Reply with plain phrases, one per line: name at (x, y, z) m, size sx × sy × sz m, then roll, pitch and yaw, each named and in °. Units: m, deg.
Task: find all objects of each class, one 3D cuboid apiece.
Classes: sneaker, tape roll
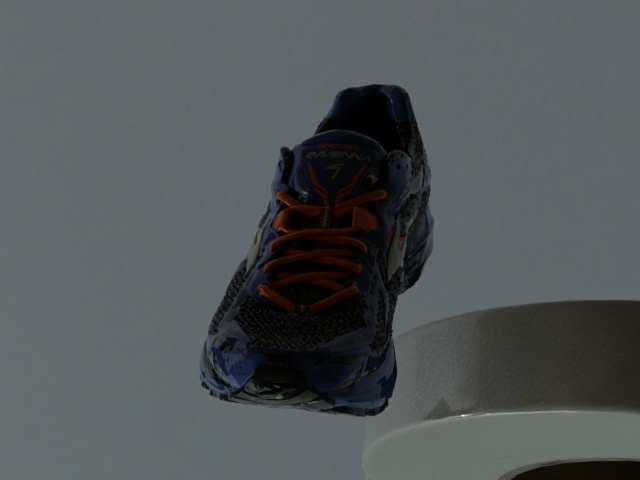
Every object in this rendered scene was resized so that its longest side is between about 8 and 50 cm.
sneaker at (0.000, 0.000, 0.786) m, size 0.083 × 0.221 × 0.087 m, roll 4°, pitch -63°, yaw 7°
tape roll at (0.218, 0.134, 1.206) m, size 0.392 × 0.392 × 0.072 m, roll 7°, pitch -110°, yaw 0°
